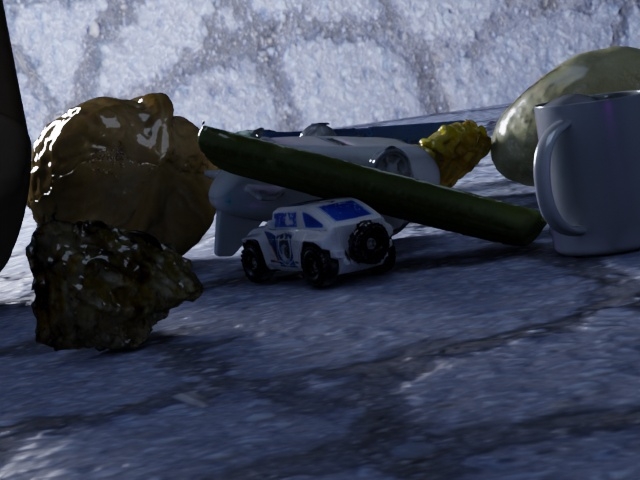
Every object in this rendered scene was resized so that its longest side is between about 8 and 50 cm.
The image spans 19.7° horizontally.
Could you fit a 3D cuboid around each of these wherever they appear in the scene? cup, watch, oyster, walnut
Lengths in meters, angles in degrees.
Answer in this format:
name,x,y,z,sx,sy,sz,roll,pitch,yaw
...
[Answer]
name,x,y,z,sx,sy,sz,roll,pitch,yaw
cup,0.221,-0.056,1.557,0.136,0.133,0.099,-11,8,-22
watch,0.007,-0.103,2.315,0.274,0.068,0.276,2,-9,-44
oyster,-0.156,0.036,1.425,0.056,0.105,0.177,-19,-23,37
walnut,-0.201,-0.059,1.894,0.198,0.198,0.245,-11,-1,-24

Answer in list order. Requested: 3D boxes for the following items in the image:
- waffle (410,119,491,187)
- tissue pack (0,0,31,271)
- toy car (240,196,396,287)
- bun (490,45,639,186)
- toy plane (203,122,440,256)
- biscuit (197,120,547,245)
name,x,y,z,sx,sy,sz,roll,pitch,yaw
waffle,0.114,-0.071,2.054,0.194,0.051,0.149,-26,-16,-48
tissue pack,-0.442,-0.119,1.838,0.267,0.387,0.277,2,-35,-29
toy car,0.000,0.000,1.632,0.080,0.070,0.171,-12,7,-32
bun,0.304,-0.123,2.097,0.222,0.127,0.222,-30,-19,-11
toy plane,0.006,-0.050,1.812,0.252,0.118,0.252,2,14,-1
biscuit,0.045,-0.047,1.660,0.322,0.038,0.099,16,-5,12
